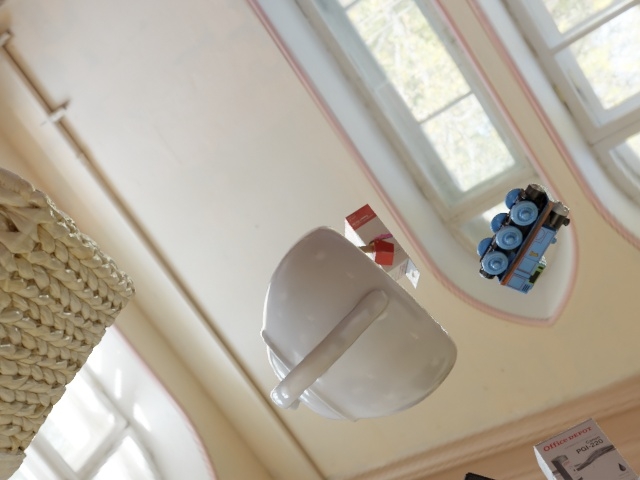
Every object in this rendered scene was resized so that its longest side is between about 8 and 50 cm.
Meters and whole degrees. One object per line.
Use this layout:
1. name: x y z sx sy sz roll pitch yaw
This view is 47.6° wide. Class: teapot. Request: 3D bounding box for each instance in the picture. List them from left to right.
1. teapot: 0.019 0.119 0.834 0.187 0.256 0.252 -46 -142 -4

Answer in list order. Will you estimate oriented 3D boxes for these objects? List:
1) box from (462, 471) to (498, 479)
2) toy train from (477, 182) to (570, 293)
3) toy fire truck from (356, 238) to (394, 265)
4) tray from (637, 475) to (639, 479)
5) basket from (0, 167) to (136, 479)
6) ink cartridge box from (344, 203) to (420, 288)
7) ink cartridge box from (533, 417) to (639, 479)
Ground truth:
1. box: 0.292 0.528 1.263 0.175 0.051 0.220 4 -136 43
2. toy train: 0.333 -0.004 1.192 0.080 0.105 0.184 -86 -161 -63
3. toy fire truck: 0.049 0.055 1.465 0.192 0.047 0.135 7 -128 4
4. tray: 0.501 0.471 1.186 0.030 0.145 0.270 25 -124 27
5. basket: -0.405 0.036 0.696 0.266 0.328 0.331 -56 170 -13
6. ink cartridge box: 0.135 0.029 1.603 0.067 0.198 0.115 -33 160 -9
7. ink cartridge box: 0.605 0.528 1.624 0.159 0.092 0.218 -26 -147 -1
